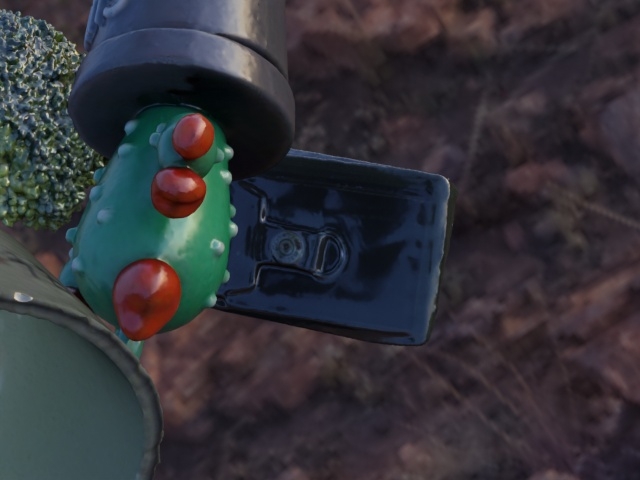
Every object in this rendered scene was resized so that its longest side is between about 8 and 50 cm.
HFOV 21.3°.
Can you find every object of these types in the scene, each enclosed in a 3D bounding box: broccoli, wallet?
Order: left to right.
[{"bbox_3d":[-0.358,-0.136,1.859,0.260,0.235,0.288,-23,31,16],"label":"broccoli"},{"bbox_3d":[0.000,0.000,1.574,0.245,0.052,0.168,10,92,23],"label":"wallet"}]

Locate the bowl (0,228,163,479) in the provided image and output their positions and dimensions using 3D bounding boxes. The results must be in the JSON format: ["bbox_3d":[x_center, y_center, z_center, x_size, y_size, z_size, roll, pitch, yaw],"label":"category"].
[{"bbox_3d":[-0.176,0.065,0.631,0.211,0.211,0.112,-37,50,0],"label":"bowl"}]

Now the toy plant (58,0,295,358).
[{"bbox_3d":[-0.123,-0.075,1.375,0.279,0.185,0.400,-22,52,39],"label":"toy plant"}]
